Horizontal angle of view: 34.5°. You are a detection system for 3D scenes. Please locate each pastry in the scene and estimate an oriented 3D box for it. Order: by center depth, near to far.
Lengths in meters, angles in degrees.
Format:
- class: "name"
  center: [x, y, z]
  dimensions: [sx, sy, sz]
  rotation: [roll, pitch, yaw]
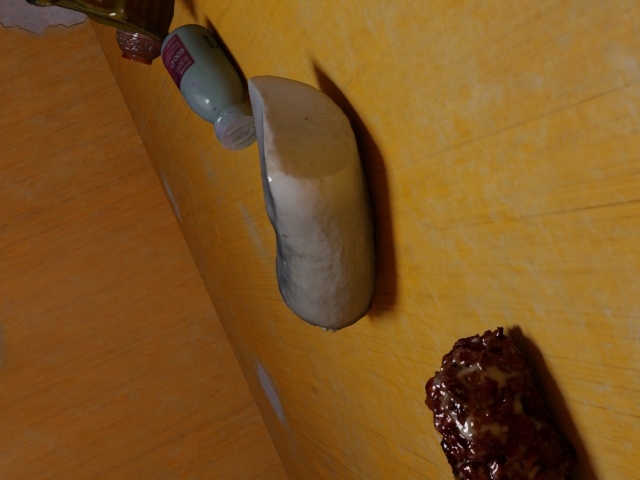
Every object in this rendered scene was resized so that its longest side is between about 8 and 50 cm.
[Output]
- class: "pastry"
  center: [0.167, 0.186, 0.925]
  dimensions: [0.097, 0.115, 0.208]
  rotation: [-19, 93, 65]

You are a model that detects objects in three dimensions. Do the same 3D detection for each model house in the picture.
- class: "model house"
  center: [-0.325, -0.436, 1.587]
  dimensions: [0.173, 0.239, 0.268]
  rotation: [-12, 68, 61]

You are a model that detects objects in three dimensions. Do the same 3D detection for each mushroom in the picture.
- class: "mushroom"
  center: [0.000, 0.001, 1.230]
  dimensions: [0.397, 0.126, 0.177]
  rotation: [79, 172, -46]

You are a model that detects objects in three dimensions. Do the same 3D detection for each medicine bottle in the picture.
- class: "medicine bottle"
  center: [-0.162, -0.229, 1.545]
  dimensions: [0.216, 0.090, 0.090]
  rotation: [58, 165, 34]

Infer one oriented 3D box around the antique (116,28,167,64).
- class: "antique"
  center: [-0.343, -0.392, 1.981]
  dimensions: [0.104, 0.104, 0.104]
  rotation: [60, 166, 26]
